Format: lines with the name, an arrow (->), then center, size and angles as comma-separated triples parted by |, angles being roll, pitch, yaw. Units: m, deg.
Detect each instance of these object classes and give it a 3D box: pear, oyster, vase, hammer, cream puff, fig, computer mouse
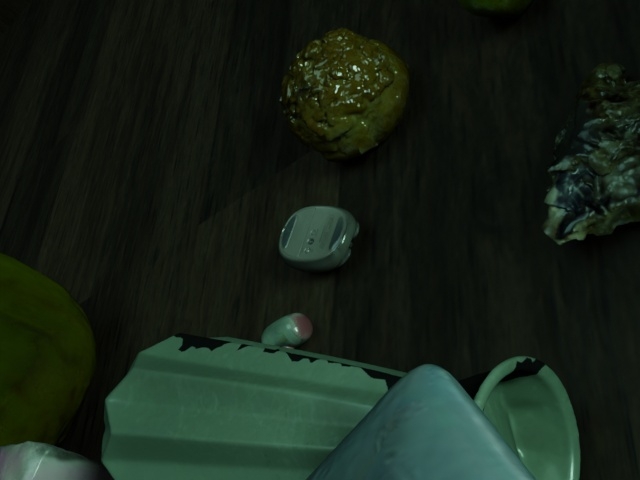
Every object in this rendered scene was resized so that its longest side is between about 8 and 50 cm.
pear -> 0.156, -0.240, 0.729 | 0.092, 0.092, 0.097 | -38, 38, 29
oyster -> 0.195, -0.069, 0.573 | 0.103, 0.051, 0.148 | -23, 36, 32
vase -> -0.007, 0.141, 0.591 | 0.360, 0.165, 0.165 | -9, 57, 44
hammer -> -0.030, 0.108, 0.749 | 0.053, 0.031, 0.083 | -34, 46, 38
cream puff -> 0.017, -0.148, 0.821 | 0.126, 0.103, 0.144 | -59, 27, 1
fig -> -0.457, 0.156, 0.990 | 0.343, 0.343, 0.343 | -33, 41, 34
computer mouse -> 0.001, 0.001, 0.784 | 0.096, 0.039, 0.066 | 3, 67, 45

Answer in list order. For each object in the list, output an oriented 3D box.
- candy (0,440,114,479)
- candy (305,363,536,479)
candy -> -0.262, 0.331, 0.758 | 0.116, 0.156, 0.265 | -18, 50, 49
candy -> 0.027, 0.157, 0.392 | 0.174, 0.071, 0.138 | -48, 40, 9
